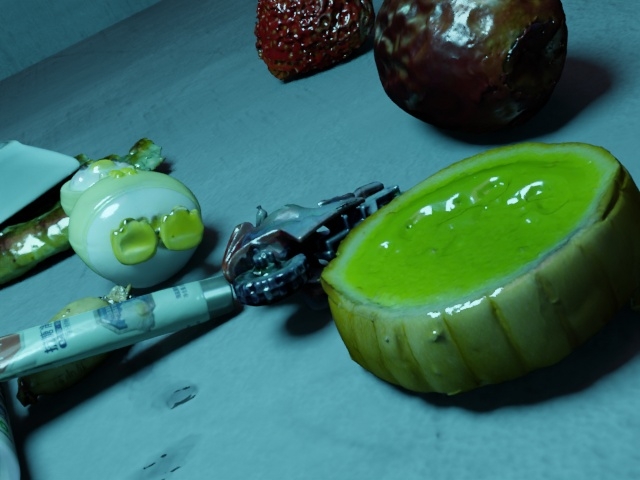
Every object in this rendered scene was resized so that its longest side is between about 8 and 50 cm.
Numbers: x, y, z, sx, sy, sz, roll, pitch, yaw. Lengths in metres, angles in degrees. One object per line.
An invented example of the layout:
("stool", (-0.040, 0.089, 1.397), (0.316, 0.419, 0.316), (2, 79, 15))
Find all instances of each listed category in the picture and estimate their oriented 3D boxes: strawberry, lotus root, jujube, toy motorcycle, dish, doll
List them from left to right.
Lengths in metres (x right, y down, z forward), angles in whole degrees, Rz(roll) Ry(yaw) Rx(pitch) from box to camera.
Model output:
("dish", (-0.481, -0.085, 1.119), (0.243, 0.080, 0.182), (1, 36, 39))
("lotus root", (-0.231, 0.094, 0.758), (0.072, 0.063, 0.152), (-5, 36, 52))
("doll", (-0.224, -0.039, 0.894), (0.141, 0.117, 0.296), (-23, 34, -23))
("strawberry", (-0.022, -0.346, 1.248), (0.201, 0.187, 0.184), (-51, 47, 10))
("toy motorcycle", (0.000, 0.001, 0.717), (0.213, 0.082, 0.122), (-28, 24, -30))
("jujube", (0.147, -0.205, 0.833), (0.183, 0.183, 0.243), (-32, 28, -12))

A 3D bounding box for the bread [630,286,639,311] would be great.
("bread", (0.241, 0.030, 0.505), (0.047, 0.036, 0.083), (-41, 28, -29))

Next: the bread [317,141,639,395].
("bread", (0.112, 0.012, 0.573), (0.236, 0.070, 0.236), (-27, 22, 12))

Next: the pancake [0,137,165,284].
("pancake", (-0.417, -0.040, 1.118), (0.427, 0.067, 0.304), (-10, 37, 28))

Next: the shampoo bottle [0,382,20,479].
("shampoo bottle", (-0.339, 0.143, 0.729), (0.092, 0.092, 0.303), (-33, 29, -15))

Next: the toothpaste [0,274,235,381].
("toothpaste", (-0.194, 0.080, 0.710), (0.239, 0.039, 0.062), (-16, 31, -17))
